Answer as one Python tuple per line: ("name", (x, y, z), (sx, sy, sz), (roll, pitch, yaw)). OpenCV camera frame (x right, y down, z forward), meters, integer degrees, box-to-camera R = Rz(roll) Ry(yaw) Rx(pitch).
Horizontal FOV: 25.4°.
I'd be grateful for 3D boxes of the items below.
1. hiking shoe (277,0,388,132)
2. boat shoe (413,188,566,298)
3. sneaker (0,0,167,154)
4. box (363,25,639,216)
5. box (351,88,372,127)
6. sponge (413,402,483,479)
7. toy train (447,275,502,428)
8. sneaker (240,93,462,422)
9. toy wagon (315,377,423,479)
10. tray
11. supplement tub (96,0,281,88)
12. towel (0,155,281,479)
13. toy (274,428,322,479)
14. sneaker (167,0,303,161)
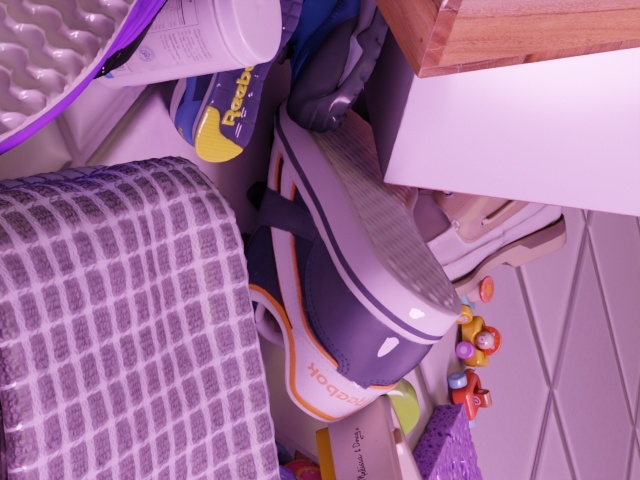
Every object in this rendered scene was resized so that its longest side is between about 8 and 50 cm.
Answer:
("hiking shoe", (-0.019, -0.211, 1.027), (0.113, 0.132, 0.304), (120, -23, -57))
("boat shoe", (0.100, -0.016, 1.192), (0.302, 0.113, 0.103), (-23, 111, -48))
("sneaker", (-0.136, -0.112, 0.712), (0.293, 0.102, 0.146), (-55, 179, -32))
("box", (0.148, -0.193, 1.101), (0.345, 0.215, 0.168), (-97, -163, -53))
("box", (0.092, -0.129, 1.311), (0.147, 0.077, 0.180), (-71, 147, -46))
("sponge", (0.108, 0.249, 1.308), (0.210, 0.031, 0.117), (-51, 130, -61))
("toy train", (0.153, 0.099, 1.441), (0.125, 0.046, 0.166), (-44, 125, -63))
("sneaker", (0.000, 0.000, 1.012), (0.126, 0.127, 0.321), (32, 20, -21))
("toy wagon", (0.081, 0.271, 1.002), (0.267, 0.068, 0.344), (-99, 170, -54))
("tray", (0.081, -0.285, 0.950), (0.076, 0.203, 0.411), (108, -35, -50))
("supplement tub", (-0.084, -0.130, 0.836), (0.071, 0.107, 0.071), (-7, 90, -68))
("towel", (-0.114, 0.108, 0.682), (0.235, 0.121, 0.283), (-25, 107, -66))
("toy", (-0.017, 0.196, 0.982), (0.237, 0.056, 0.137), (48, 40, -55))
("sneaker", (-0.059, -0.125, 0.903), (0.053, 0.059, 0.144), (16, 103, -42))
